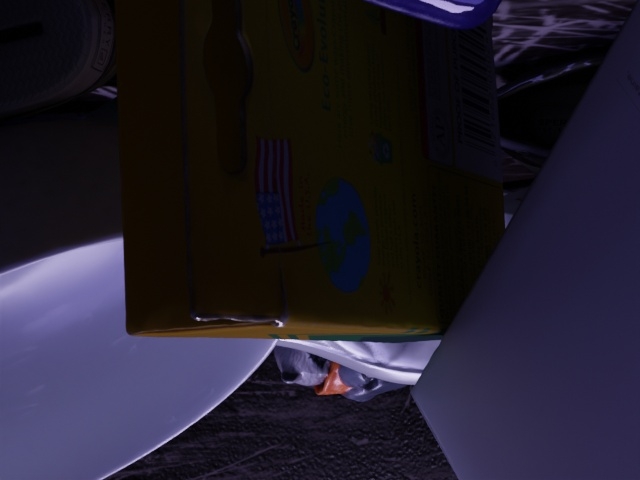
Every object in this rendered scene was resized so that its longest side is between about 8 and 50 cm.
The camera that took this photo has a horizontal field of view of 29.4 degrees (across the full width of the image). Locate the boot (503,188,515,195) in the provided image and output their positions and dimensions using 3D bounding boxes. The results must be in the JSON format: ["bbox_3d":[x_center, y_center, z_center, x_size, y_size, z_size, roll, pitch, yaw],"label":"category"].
[{"bbox_3d":[0.200,-0.020,1.531,0.258,0.095,0.123,3,-175,42],"label":"boot"}]

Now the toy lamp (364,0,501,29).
[{"bbox_3d":[0.133,-0.129,0.532,0.275,0.080,0.080,-3,174,-19],"label":"toy lamp"}]

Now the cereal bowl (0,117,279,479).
[{"bbox_3d":[-0.189,0.042,0.715,0.339,0.141,0.339,-25,157,-11],"label":"cereal bowl"}]

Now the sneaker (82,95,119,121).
[{"bbox_3d":[-0.099,-0.076,0.798,0.256,0.094,0.151,-16,175,19],"label":"sneaker"}]

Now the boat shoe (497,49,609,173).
[{"bbox_3d":[0.237,-0.088,0.832,0.285,0.102,0.092,-1,-179,41],"label":"boat shoe"}]

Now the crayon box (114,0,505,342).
[{"bbox_3d":[-0.003,-0.054,0.585,0.081,0.202,0.318,-6,172,27],"label":"crayon box"}]

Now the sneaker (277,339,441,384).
[{"bbox_3d":[0.051,0.026,0.933,0.293,0.108,0.169,8,150,-16],"label":"sneaker"}]

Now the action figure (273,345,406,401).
[{"bbox_3d":[0.112,0.085,1.200,0.330,0.178,0.341,-8,173,-7],"label":"action figure"}]

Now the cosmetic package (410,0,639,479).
[{"bbox_3d":[0.204,0.004,0.516,0.197,0.155,0.365,-10,145,-30],"label":"cosmetic package"}]

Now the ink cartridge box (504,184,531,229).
[{"bbox_3d":[0.306,0.002,0.924,0.307,0.129,0.223,-21,-160,-28],"label":"ink cartridge box"}]

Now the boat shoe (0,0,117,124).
[{"bbox_3d":[-0.250,-0.081,0.661,0.302,0.109,0.094,-6,175,7],"label":"boat shoe"}]

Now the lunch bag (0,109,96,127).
[{"bbox_3d":[-0.206,-0.038,1.038,0.303,0.115,0.243,2,174,-28],"label":"lunch bag"}]
